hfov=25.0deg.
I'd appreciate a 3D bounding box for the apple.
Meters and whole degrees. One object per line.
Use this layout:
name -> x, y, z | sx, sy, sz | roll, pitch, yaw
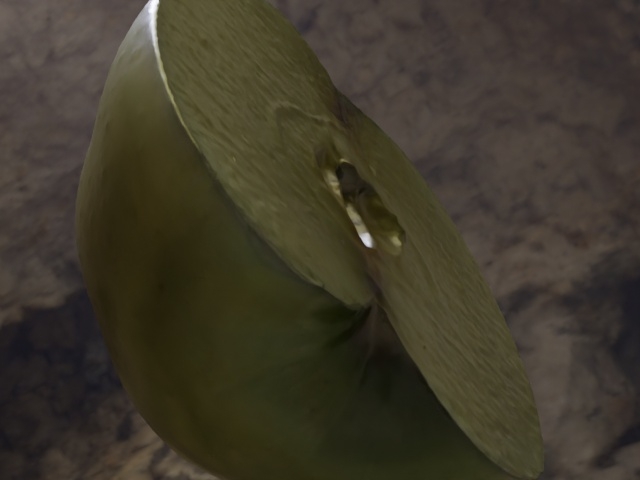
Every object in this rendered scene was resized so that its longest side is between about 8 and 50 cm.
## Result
apple -> 0.000, 0.000, 0.940 | 0.311, 0.320, 0.360 | 2, -150, -6
